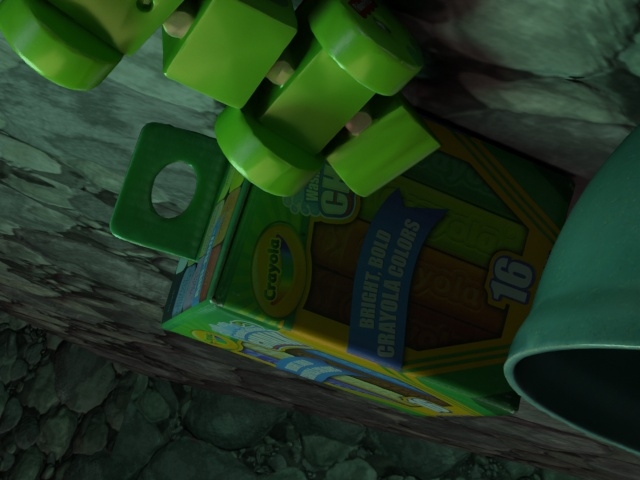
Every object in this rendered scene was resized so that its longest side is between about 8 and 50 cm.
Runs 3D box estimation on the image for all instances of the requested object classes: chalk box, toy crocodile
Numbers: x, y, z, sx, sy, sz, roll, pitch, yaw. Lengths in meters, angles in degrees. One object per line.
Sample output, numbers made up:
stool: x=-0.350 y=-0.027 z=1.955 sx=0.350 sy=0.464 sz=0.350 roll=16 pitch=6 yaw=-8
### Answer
chalk box: x=0.000 y=0.000 z=0.823 sx=0.289 sy=0.180 sz=0.179 roll=20 pitch=165 yaw=-15
toy crocodile: x=-0.059 y=-0.123 z=0.619 sx=0.341 sy=0.105 sz=0.115 roll=28 pitch=121 yaw=-31

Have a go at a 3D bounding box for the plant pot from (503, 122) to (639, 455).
plant pot: x=0.252 y=0.008 z=0.531 sx=0.293 sy=0.196 sz=0.293 roll=16 pitch=164 yaw=5
